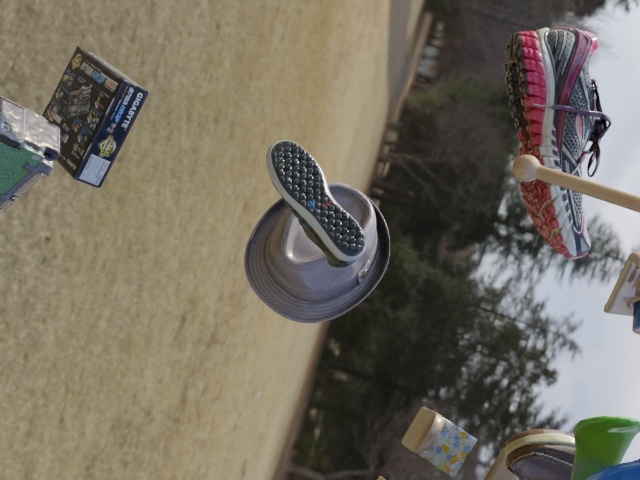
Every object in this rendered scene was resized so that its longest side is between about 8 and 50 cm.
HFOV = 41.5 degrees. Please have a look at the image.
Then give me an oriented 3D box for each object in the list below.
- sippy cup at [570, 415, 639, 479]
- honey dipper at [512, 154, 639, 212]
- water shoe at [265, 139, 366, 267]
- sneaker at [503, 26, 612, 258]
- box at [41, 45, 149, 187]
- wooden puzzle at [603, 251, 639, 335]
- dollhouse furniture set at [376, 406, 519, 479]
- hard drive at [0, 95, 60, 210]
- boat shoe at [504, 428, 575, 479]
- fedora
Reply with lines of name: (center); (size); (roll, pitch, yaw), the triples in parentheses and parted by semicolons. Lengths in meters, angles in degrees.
sippy cup: (0.254, 0.298, 0.668); (0.240, 0.305, 0.224); (-26, 140, -19)
honey dipper: (0.196, -0.023, 0.526); (0.030, 0.161, 0.030); (-48, 150, -40)
water shoe: (-0.018, -0.046, 1.196); (0.073, 0.203, 0.080); (-30, 170, -27)
sneaker: (0.315, -0.124, 1.078); (0.121, 0.112, 0.299); (-109, -169, -84)
box: (-0.380, -0.205, 1.376); (0.051, 0.220, 0.175); (23, 99, -42)
wooden puzzle: (0.640, 0.111, 1.353); (0.348, 0.322, 0.080); (57, 41, -70)
dollhouse furniture set: (0.220, 0.499, 1.199); (0.394, 0.362, 0.256); (-56, 179, -8)
hard drive: (-0.465, -0.104, 0.824); (0.237, 0.339, 0.064); (-33, -131, 30)
boat shoe: (0.328, 0.310, 1.001); (0.095, 0.257, 0.095); (-47, -156, 36)
fedora: (0.000, 0.000, 1.484); (0.275, 0.244, 0.124); (-39, 165, -17)
